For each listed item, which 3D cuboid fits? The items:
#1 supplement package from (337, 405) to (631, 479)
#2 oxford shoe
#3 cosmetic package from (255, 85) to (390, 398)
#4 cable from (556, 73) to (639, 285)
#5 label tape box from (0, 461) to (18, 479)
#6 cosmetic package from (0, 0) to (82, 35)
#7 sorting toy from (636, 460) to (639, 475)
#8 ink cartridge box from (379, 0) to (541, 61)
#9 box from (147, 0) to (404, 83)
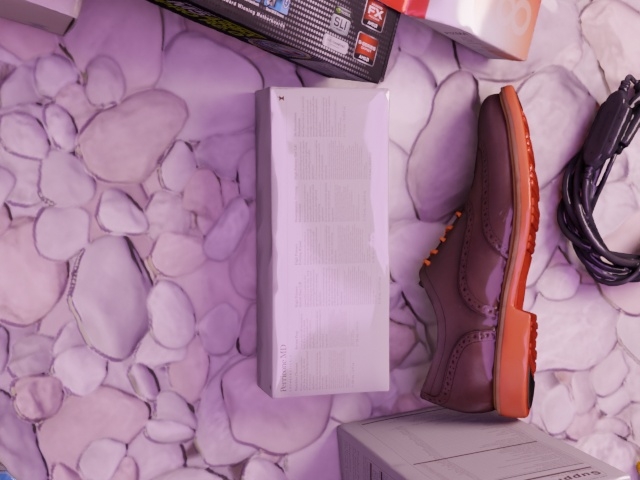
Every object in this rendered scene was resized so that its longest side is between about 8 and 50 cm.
[{"bbox_3d":[0.116,0.219,0.830,0.139,0.244,0.134,-8,96,-15],"label":"supplement package"},{"bbox_3d":[0.126,0.005,0.896,0.098,0.097,0.272,1,78,16],"label":"oxford shoe"},{"bbox_3d":[0.000,0.000,0.874,0.098,0.060,0.239,-1,94,-18],"label":"cosmetic package"},{"bbox_3d":[0.286,-0.044,0.968,0.150,0.047,0.185,24,85,-22],"label":"cable"},{"bbox_3d":[-0.372,0.200,0.758,0.333,0.106,0.241,43,83,-15],"label":"label tape box"},{"bbox_3d":[-0.206,-0.307,0.754,0.153,0.129,0.296,13,91,-18],"label":"cosmetic package"},{"bbox_3d":[0.334,0.217,1.002,0.075,0.045,0.083,-19,99,-21],"label":"sorting toy"},{"bbox_3d":[0.116,-0.235,0.861,0.179,0.045,0.146,15,90,-47],"label":"ink cartridge box"},{"bbox_3d":[-0.031,-0.251,0.780,0.270,0.060,0.216,15,90,-48],"label":"box"}]
